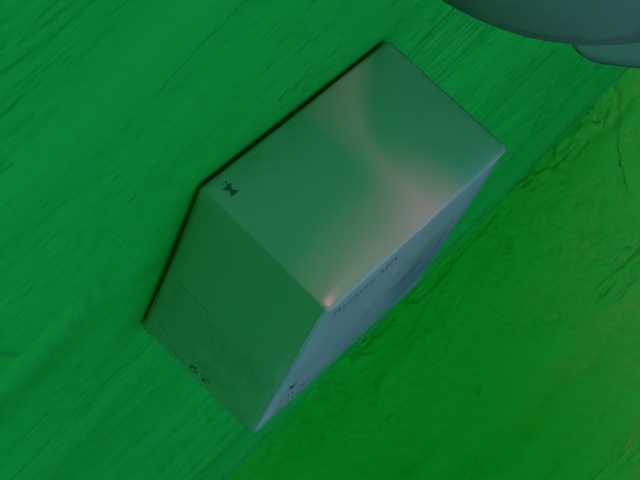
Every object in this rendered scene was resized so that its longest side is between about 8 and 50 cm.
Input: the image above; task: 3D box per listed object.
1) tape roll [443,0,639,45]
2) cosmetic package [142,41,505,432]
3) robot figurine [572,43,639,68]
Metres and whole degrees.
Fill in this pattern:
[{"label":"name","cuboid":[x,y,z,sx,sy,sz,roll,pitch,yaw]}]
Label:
[{"label":"tape roll","cuboid":[0.101,-0.202,0.618,0.246,0.246,0.169,-48,170,7]},{"label":"cosmetic package","cuboid":[0.000,0.000,1.333,0.224,0.138,0.225,-41,168,-32]},{"label":"robot figurine","cuboid":[0.298,-0.211,1.159,0.200,0.353,0.300,-38,133,-51]}]
